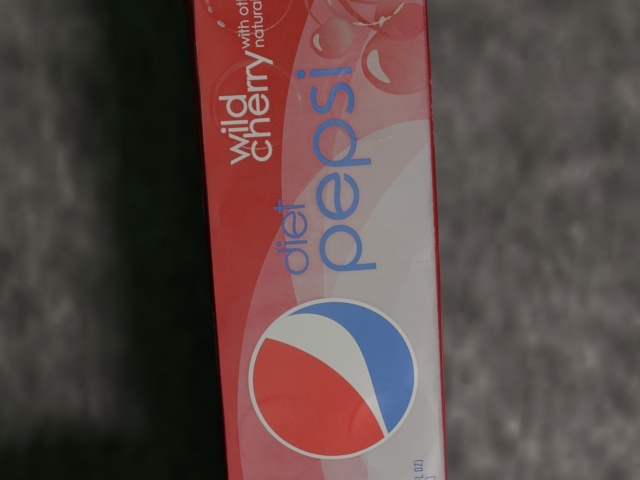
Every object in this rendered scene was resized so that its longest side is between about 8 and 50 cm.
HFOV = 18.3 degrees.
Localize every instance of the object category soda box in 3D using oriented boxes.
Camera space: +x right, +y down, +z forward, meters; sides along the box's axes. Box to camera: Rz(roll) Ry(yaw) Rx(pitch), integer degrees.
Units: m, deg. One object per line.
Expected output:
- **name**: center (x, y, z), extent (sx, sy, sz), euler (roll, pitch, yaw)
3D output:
- **soda box**: center (0.000, 0.000, 0.787), extent (0.092, 0.083, 0.263), euler (-4, 105, -1)
